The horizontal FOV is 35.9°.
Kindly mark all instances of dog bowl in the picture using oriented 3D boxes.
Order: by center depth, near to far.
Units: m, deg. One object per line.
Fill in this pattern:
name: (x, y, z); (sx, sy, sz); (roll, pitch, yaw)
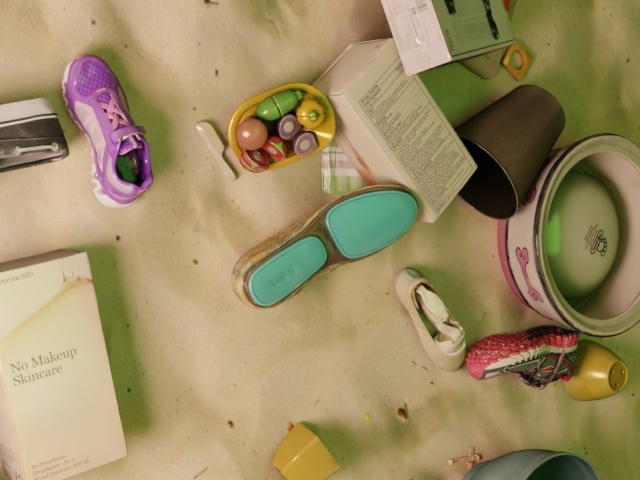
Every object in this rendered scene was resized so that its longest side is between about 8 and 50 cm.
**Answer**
dog bowl: (0.531, -0.012, 2.018); (0.408, 0.150, 0.408); (-1, 92, -35)

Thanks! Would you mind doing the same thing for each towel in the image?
towel: (0.052, -0.159, 1.759); (0.113, 0.023, 0.152); (-3, 93, -34)

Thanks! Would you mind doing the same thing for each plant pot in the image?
plant pot: (-0.033, 0.377, 1.690); (0.083, 0.081, 0.081); (-39, 113, -14)
plant pot: (0.380, 0.533, 1.902); (0.293, 0.196, 0.293); (-2, 94, -36)
plant pot: (0.597, 0.283, 2.104); (0.134, 0.095, 0.134); (-1, 92, -35)

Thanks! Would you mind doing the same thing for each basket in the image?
basket: (0.358, -0.187, 1.896); (0.204, 0.154, 0.227); (49, 60, -9)

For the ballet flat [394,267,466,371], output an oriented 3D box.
ballet flat: (0.221, 0.157, 1.851); (0.086, 0.086, 0.248); (-46, 116, -24)

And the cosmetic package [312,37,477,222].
cosmetic package: (0.125, -0.188, 1.720); (0.153, 0.129, 0.296); (-48, 119, -21)

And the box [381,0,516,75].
box: (0.225, -0.391, 1.711); (0.290, 0.087, 0.169); (-28, 100, -53)

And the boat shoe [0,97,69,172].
boat shoe: (-0.488, -0.107, 1.337); (0.306, 0.113, 0.105); (-22, 90, -41)

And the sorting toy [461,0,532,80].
sorting toy: (0.309, -0.436, 1.910); (0.348, 0.047, 0.196); (26, 77, -32)

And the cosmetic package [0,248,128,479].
cosmetic package: (-0.394, 0.179, 1.413); (0.160, 0.113, 0.309); (-16, 102, -33)

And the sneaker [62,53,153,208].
sneaker: (-0.305, -0.164, 1.466); (0.095, 0.104, 0.236); (-23, 103, -30)

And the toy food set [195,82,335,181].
toy food set: (-0.077, -0.169, 1.586); (0.218, 0.071, 0.128); (-23, 111, -1)

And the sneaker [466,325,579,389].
sneaker: (0.413, 0.244, 1.961); (0.299, 0.121, 0.112); (-4, 97, -37)

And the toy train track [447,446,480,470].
toy train track: (0.286, 0.433, 1.946); (0.083, 0.014, 0.048); (2, 91, -34)

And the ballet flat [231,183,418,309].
ballet flat: (0.000, 0.000, 1.657); (0.348, 0.123, 0.123); (-30, 109, -18)
